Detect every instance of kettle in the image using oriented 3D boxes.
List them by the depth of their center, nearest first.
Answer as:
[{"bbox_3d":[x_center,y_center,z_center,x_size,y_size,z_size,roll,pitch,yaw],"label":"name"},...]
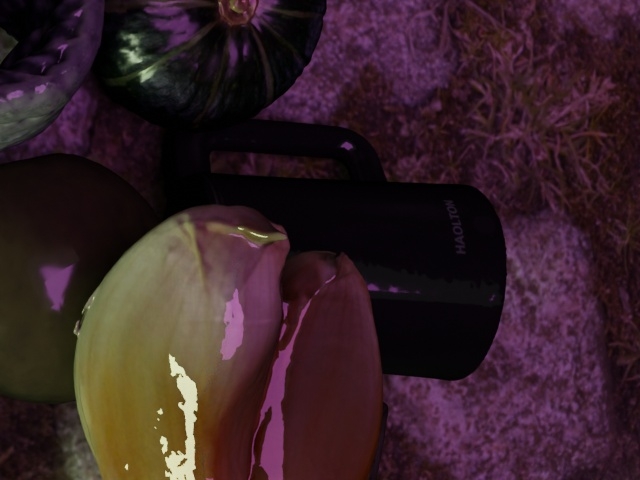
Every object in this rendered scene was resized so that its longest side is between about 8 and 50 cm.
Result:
[{"bbox_3d":[0.006,0.001,1.635,0.308,0.203,0.262,5,84,-24],"label":"kettle"}]

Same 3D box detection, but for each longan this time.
[{"bbox_3d":[-0.259,0.029,1.515,0.248,0.248,0.248,-3,97,-28],"label":"longan"}]

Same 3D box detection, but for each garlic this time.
[{"bbox_3d":[-0.069,0.128,1.408,0.286,0.249,0.313,1,89,-13],"label":"garlic"}]

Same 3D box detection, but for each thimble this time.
[{"bbox_3d":[-0.322,-0.180,1.453,0.245,0.157,0.217,-26,82,-29],"label":"thimble"}]

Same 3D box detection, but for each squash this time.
[{"bbox_3d":[-0.117,-0.232,1.584,0.252,0.165,0.252,-5,99,-30],"label":"squash"}]

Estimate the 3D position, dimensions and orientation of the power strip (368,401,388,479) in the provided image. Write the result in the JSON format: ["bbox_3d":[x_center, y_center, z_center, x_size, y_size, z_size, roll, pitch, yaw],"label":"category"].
[{"bbox_3d":[-0.017,0.309,1.675,0.251,0.092,0.257,-25,129,-63],"label":"power strip"}]
